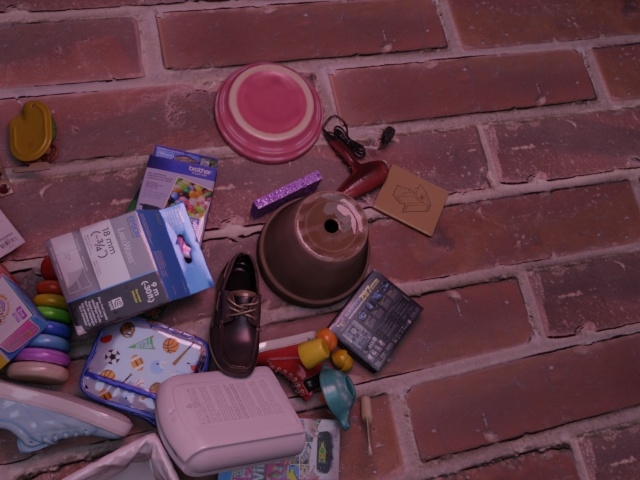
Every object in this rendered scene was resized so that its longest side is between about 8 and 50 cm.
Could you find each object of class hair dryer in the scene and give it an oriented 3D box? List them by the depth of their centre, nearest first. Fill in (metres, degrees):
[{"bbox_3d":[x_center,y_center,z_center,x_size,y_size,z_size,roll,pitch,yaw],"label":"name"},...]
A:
[{"bbox_3d":[0.098,-0.233,1.867,0.223,0.080,0.294,11,65,7],"label":"hair dryer"}]

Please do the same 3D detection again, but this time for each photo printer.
[{"bbox_3d":[-0.221,0.412,1.431,0.307,0.107,0.256,0,30,-31],"label":"photo printer"}]

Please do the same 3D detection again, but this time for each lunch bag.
[{"bbox_3d":[-0.431,0.331,1.558,0.303,0.115,0.243,21,73,-4],"label":"lunch bag"}]

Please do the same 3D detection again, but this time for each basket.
[{"bbox_3d":[-0.446,0.651,1.377,0.331,0.266,0.328,-25,80,-18],"label":"basket"}]

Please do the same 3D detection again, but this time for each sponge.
[{"bbox_3d":[-0.099,-0.128,1.757,0.210,0.117,0.031,-27,83,-18],"label":"sponge"}]

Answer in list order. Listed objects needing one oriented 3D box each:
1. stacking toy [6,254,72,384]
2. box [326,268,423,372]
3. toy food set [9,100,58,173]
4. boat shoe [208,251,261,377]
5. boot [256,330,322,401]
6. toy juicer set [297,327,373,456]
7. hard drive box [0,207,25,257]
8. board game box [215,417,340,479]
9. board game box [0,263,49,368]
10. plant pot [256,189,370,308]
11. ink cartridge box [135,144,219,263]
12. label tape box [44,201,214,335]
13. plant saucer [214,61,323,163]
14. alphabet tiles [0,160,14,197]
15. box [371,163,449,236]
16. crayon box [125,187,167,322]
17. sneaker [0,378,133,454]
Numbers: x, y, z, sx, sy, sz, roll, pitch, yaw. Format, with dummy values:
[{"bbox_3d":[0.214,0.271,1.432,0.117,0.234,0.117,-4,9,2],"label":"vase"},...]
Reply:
[{"bbox_3d":[-0.675,0.186,1.551,0.141,0.141,0.330,7,66,-10],"label":"stacking toy"},{"bbox_3d":[0.150,0.225,1.735,0.183,0.059,0.233,39,71,1],"label":"box"},{"bbox_3d":[-0.775,-0.271,1.693,0.128,0.071,0.218,-12,73,10],"label":"toy food set"},{"bbox_3d":[-0.215,0.174,1.571,0.132,0.130,0.355,3,46,-15],"label":"boat shoe"},{"bbox_3d":[-0.106,0.350,1.634,0.244,0.088,0.176,-9,77,-18],"label":"boot"},{"bbox_3d":[0.046,0.384,1.620,0.089,0.209,0.329,-26,96,14],"label":"toy juicer set"},{"bbox_3d":[-0.882,-0.046,1.524,0.181,0.089,0.232,-37,120,-19],"label":"hard drive box"},{"bbox_3d":[-0.109,0.563,1.564,0.303,0.097,0.224,5,72,-10],"label":"board game box"},{"bbox_3d":[-0.836,0.226,1.459,0.316,0.064,0.242,-44,62,-12],"label":"board game box"},{"bbox_3d":[0.000,0.000,1.655,0.323,0.280,0.323,3,73,-10],"label":"plant pot"},{"bbox_3d":[-0.384,-0.107,1.638,0.185,0.065,0.311,12,70,-8],"label":"ink cartridge box"},{"bbox_3d":[-0.455,0.058,1.499,0.333,0.106,0.241,-21,87,-11],"label":"label tape box"},{"bbox_3d":[-0.149,-0.395,1.844,0.332,0.084,0.332,3,73,-10],"label":"plant saucer"},{"bbox_3d":[-0.964,-0.195,1.656,0.198,0.009,0.237,-23,79,-17],"label":"alphabet tiles"},{"bbox_3d":[0.276,-0.124,1.884,0.201,0.021,0.164,26,70,-2],"label":"box"},{"bbox_3d":[-0.458,0.043,1.652,0.202,0.081,0.319,22,71,-5],"label":"crayon box"},{"bbox_3d":[-0.640,0.444,1.481,0.365,0.135,0.150,15,79,2],"label":"sneaker"}]
